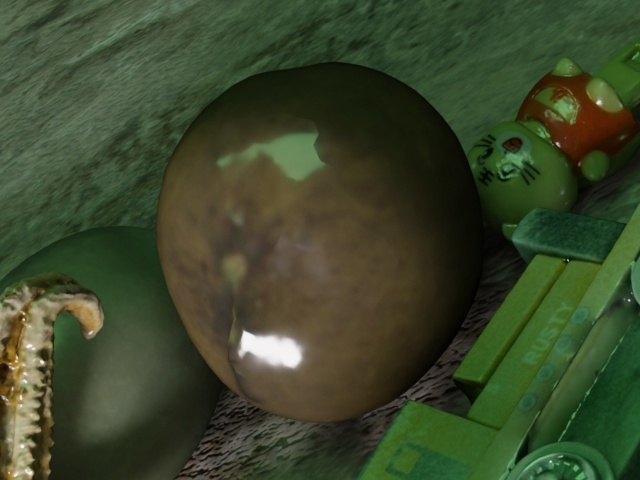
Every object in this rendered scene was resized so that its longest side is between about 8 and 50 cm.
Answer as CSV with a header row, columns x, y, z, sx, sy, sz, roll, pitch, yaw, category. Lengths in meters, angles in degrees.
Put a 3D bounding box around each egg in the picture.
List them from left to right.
x,y,z,sx,sy,sz,roll,pitch,yaw,category
-0.232,0.142,1.205,0.258,0.258,0.352,2,42,38,egg

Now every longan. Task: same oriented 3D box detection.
x,y,z,sx,sy,sz,roll,pitch,yaw,category
0.000,0.000,1.108,0.318,0.319,0.319,-21,44,21,longan

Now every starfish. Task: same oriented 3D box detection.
x,y,z,sx,sy,sz,roll,pitch,yaw,category
-0.203,0.261,1.021,0.324,0.432,0.082,-35,4,-23,starfish

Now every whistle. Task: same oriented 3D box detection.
x,y,z,sx,sy,sz,roll,pitch,yaw,category
0.240,-0.104,1.189,0.288,0.106,0.131,-44,47,-4,whistle

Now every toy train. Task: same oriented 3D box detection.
x,y,z,sx,sy,sz,roll,pitch,yaw,category
0.209,0.128,0.976,0.253,0.160,0.397,13,62,52,toy train
